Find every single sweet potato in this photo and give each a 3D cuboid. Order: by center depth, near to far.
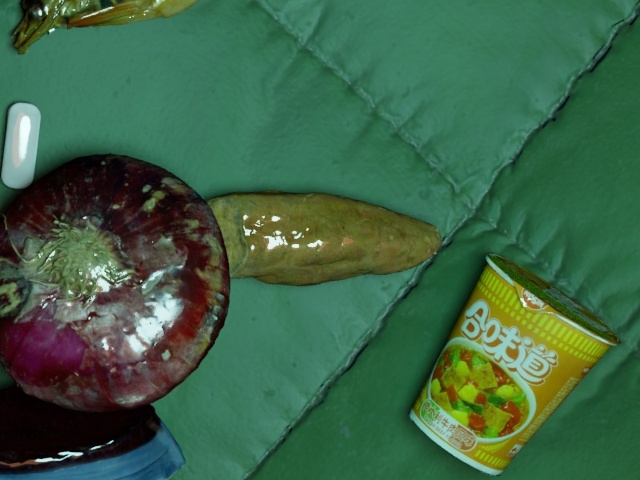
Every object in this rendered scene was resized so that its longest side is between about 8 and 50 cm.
[{"bbox_3d":[0.000,0.000,1.641,0.251,0.097,0.097,4,99,-12],"label":"sweet potato"}]

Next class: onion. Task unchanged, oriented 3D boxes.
[{"bbox_3d":[-0.201,0.041,1.551,0.246,0.190,0.246,0,73,-1],"label":"onion"}]

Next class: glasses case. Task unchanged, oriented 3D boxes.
[{"bbox_3d":[-0.288,-0.091,1.593,0.032,0.021,0.083,4,99,-16],"label":"glasses case"}]

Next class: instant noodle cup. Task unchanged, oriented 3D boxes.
[{"bbox_3d":[0.186,0.133,1.684,0.168,0.168,0.185,30,100,-16],"label":"instant noodle cup"}]

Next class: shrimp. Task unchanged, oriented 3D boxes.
[{"bbox_3d":[-0.185,-0.263,1.570,0.267,0.061,0.145,-41,116,-6],"label":"shrimp"}]

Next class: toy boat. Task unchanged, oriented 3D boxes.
[{"bbox_3d":[-0.284,0.224,1.607,0.309,0.129,0.142,-5,130,-12],"label":"toy boat"}]
